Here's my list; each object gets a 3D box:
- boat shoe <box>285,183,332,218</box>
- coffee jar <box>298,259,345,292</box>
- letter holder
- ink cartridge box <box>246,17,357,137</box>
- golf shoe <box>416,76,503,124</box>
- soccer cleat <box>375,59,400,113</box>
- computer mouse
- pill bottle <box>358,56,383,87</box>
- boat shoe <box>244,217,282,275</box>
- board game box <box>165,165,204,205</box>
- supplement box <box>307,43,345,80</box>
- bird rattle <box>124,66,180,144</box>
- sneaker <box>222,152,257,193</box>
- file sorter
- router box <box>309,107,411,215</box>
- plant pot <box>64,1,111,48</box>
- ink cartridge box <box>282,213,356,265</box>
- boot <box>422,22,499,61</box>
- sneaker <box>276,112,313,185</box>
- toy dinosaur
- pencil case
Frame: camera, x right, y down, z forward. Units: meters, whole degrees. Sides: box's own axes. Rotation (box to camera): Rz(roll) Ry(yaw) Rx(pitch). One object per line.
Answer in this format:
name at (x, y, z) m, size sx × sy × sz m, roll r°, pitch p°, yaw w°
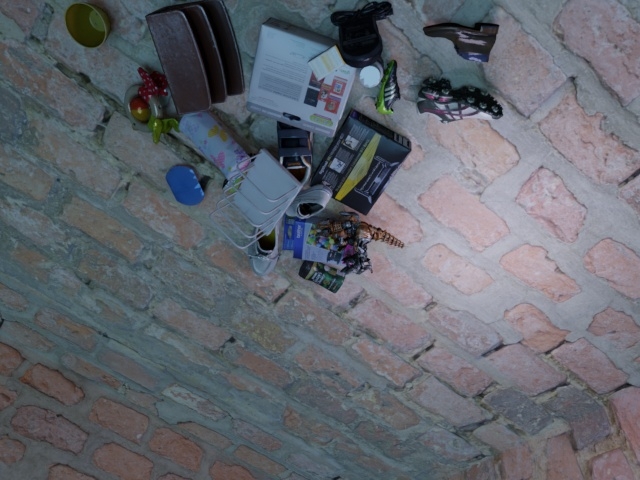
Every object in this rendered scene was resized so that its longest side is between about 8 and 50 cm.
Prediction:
boat shoe at (-0.059, -0.124, 1.764) m, size 0.096 × 0.088 × 0.267 m, roll 38°, pitch 148°, yaw -30°
coffee jar at (0.004, 0.142, 1.999) m, size 0.184 × 0.079 × 0.096 m, roll 26°, pitch 125°, yaw -8°
letter holder at (-0.377, -0.579, 1.515) m, size 0.214 × 0.152 × 0.302 m, roll -4°, pitch 124°, yaw 10°
ink cartridge box at (-0.056, -0.510, 1.520) m, size 0.309 × 0.130 × 0.272 m, roll 18°, pitch 124°, yaw -3°
golf shoe at (0.442, -0.429, 1.531) m, size 0.272 × 0.105 × 0.120 m, roll 19°, pitch 141°, yaw 3°
soccer cleat at (0.227, -0.491, 1.538) m, size 0.072 × 0.060 × 0.179 m, roll 6°, pitch 132°, yaw -7°
computer mouse at (0.122, -0.576, 1.378) m, size 0.188 × 0.273 × 0.072 m, roll -6°, pitch 143°, yaw 11°
pill bottle at (0.155, -0.523, 1.473) m, size 0.078 × 0.137 × 0.078 m, roll 4°, pitch 126°, yaw 6°
boat shoe at (-0.223, 0.026, 1.907) m, size 0.135 × 0.157 × 0.367 m, roll 17°, pitch 125°, yaw -3°
board game box at (-0.521, -0.217, 1.865) m, size 0.133 × 0.033 × 0.169 m, roll -10°, pitch 118°, yaw 22°
supplement box at (0.019, -0.520, 1.399) m, size 0.098 × 0.036 × 0.062 m, roll -25°, pitch 114°, yaw 20°
bird rattle at (-0.602, -0.463, 1.653) m, size 0.206 × 0.143 × 0.254 m, roll 4°, pitch 124°, yaw 27°
sneaker at (-0.276, -0.242, 1.786) m, size 0.094 × 0.082 × 0.208 m, roll 34°, pitch 129°, yaw -24°
file sorter at (-0.234, -0.136, 1.657) m, size 0.193 × 0.173 × 0.278 m, roll 44°, pitch 130°, yaw 5°
router box at (0.137, -0.268, 1.689) m, size 0.242 × 0.081 × 0.309 m, roll 27°, pitch 125°, yaw -10°
plant pot at (-0.724, -0.692, 1.525) m, size 0.134 × 0.095 × 0.134 m, roll 5°, pitch 125°, yaw 7°
ink cartridge box at (0.000, 0.000, 1.914) m, size 0.310 × 0.065 × 0.186 m, roll 10°, pitch 125°, yaw 4°
boot at (0.410, -0.586, 1.422) m, size 0.218 × 0.082 × 0.106 m, roll 3°, pitch 123°, yaw 5°
sneaker at (-0.086, -0.328, 1.659) m, size 0.126 × 0.128 × 0.322 m, roll -3°, pitch 123°, yaw 13°
toy dinosaur at (0.139, 0.005, 1.781) m, size 0.321 × 0.164 × 0.219 m, roll 13°, pitch 108°, yaw 24°
pencil case at (-0.367, -0.334, 1.660) m, size 0.273 × 0.113 × 0.124 m, roll 45°, pitch 140°, yaw 4°
